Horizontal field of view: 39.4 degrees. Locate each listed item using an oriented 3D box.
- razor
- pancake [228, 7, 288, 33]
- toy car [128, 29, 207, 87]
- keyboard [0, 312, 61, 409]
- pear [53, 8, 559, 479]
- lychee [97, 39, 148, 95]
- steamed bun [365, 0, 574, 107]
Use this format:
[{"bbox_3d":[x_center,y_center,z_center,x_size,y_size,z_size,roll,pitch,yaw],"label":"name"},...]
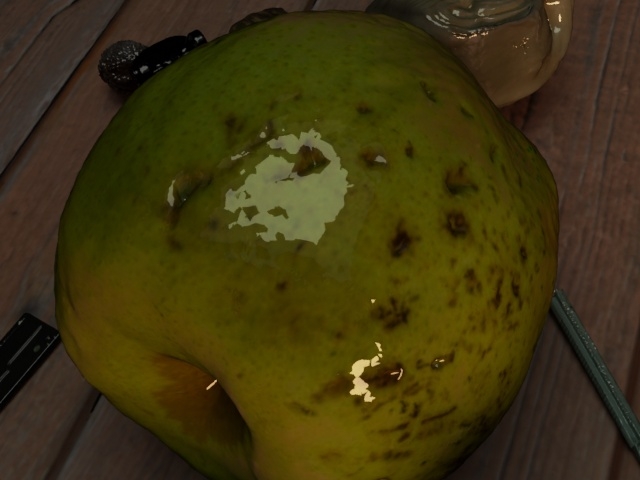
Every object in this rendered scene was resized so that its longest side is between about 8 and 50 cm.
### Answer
[{"bbox_3d":[0.247,0.127,0.760,0.084,0.035,0.211,-14,49,-11],"label":"razor"},{"bbox_3d":[0.013,-0.165,0.921,0.235,0.029,0.211,22,40,-16],"label":"pancake"},{"bbox_3d":[-0.117,-0.131,0.941,0.089,0.108,0.210,-35,54,-14],"label":"toy car"},{"bbox_3d":[-0.308,0.135,0.832,0.053,0.010,0.155,25,62,23],"label":"keyboard"},{"bbox_3d":[0.000,0.000,0.686,0.391,0.391,0.390,-3,55,5],"label":"pear"},{"bbox_3d":[-0.215,-0.195,1.017,0.068,0.067,0.083,-37,47,-9],"label":"lychee"},{"bbox_3d":[0.162,-0.205,0.936,0.211,0.144,0.218,-19,25,-18],"label":"steamed bun"}]
